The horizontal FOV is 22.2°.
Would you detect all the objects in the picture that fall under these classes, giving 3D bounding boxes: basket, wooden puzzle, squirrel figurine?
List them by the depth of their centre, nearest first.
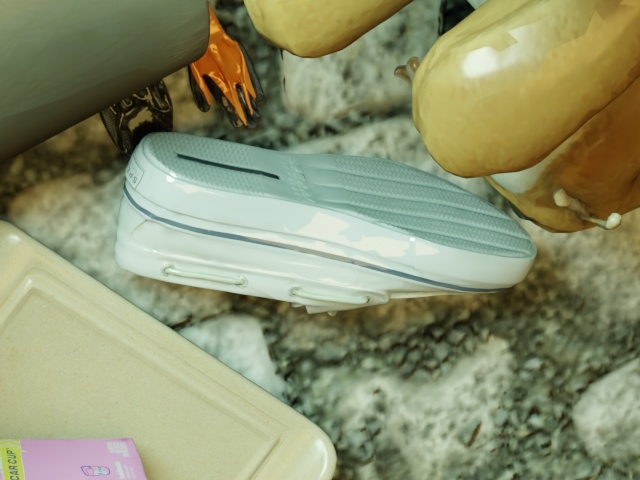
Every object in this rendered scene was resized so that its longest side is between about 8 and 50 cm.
[{"bbox_3d":[0.153,-0.190,0.718,0.397,0.281,0.370,-53,138,-11],"label":"squirrel figurine"},{"bbox_3d":[-0.176,-0.105,0.727,0.227,0.154,0.204,-20,116,-16],"label":"basket"},{"bbox_3d":[-0.144,0.134,0.873,0.238,0.044,0.221,36,94,-20],"label":"wooden puzzle"}]

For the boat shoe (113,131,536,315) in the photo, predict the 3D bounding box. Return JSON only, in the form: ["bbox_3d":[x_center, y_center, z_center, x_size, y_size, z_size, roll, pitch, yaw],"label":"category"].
[{"bbox_3d":[0.000,0.000,0.865,0.226,0.083,0.076,14,121,-16],"label":"boat shoe"}]

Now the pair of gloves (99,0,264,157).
[{"bbox_3d":[-0.074,-0.076,0.843,0.083,0.010,0.074,-29,115,-5],"label":"pair of gloves"}]

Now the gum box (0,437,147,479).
[{"bbox_3d":[-0.151,0.198,0.831,0.107,0.062,0.188,2,105,-15],"label":"gum box"}]
